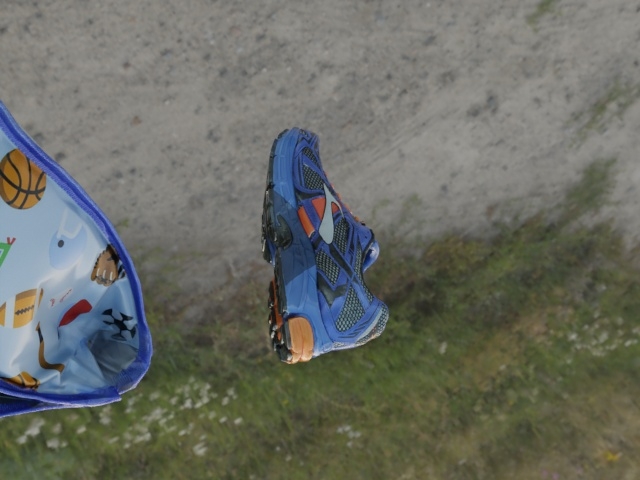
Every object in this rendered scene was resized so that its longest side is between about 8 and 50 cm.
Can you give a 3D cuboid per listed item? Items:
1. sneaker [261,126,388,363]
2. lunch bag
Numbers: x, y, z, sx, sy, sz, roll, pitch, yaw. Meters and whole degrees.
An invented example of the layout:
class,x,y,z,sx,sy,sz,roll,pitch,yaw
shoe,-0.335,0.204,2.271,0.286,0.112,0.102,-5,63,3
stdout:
class,x,y,z,sx,sy,sz,roll,pitch,yaw
sneaker,0.000,0.000,0.683,0.087,0.221,0.083,1,143,-11
lunch bag,-0.362,-0.006,0.837,0.239,0.328,0.385,-52,144,-13
